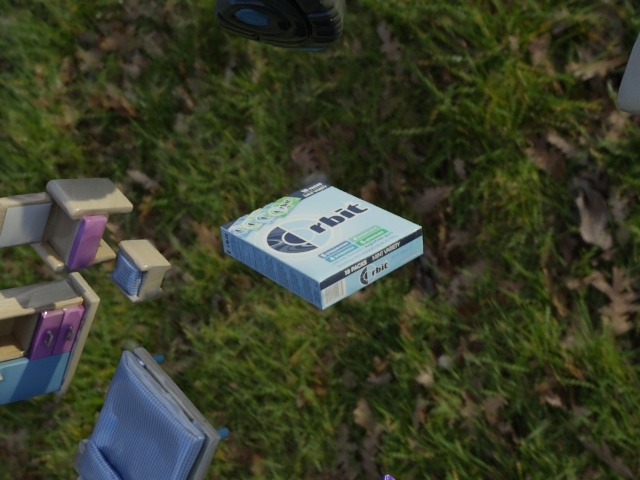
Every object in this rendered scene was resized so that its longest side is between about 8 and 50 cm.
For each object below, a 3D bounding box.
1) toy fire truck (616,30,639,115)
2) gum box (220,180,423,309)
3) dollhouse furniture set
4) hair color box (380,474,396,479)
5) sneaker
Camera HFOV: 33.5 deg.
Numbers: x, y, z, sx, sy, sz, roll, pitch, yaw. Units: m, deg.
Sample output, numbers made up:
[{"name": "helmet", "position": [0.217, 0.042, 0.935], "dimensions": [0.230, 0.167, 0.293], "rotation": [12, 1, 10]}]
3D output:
[{"name": "toy fire truck", "position": [0.207, -0.183, 0.593], "dimensions": [0.246, 0.158, 0.217], "rotation": [-35, 15, -25]}, {"name": "gum box", "position": [0.000, 0.000, 1.247], "dimensions": [0.157, 0.041, 0.184], "rotation": [-28, 37, -32]}, {"name": "dollhouse furniture set", "position": [-0.230, 0.151, 0.955], "dimensions": [0.303, 0.198, 0.286], "rotation": [44, 125, 29]}, {"name": "hair color box", "position": [0.132, 0.408, 1.019], "dimensions": [0.185, 0.339, 0.110], "rotation": [-49, 4, 10]}, {"name": "sneaker", "position": [-0.031, -0.275, 0.944], "dimensions": [0.125, 0.341, 0.139], "rotation": [9, 77, 1]}]
